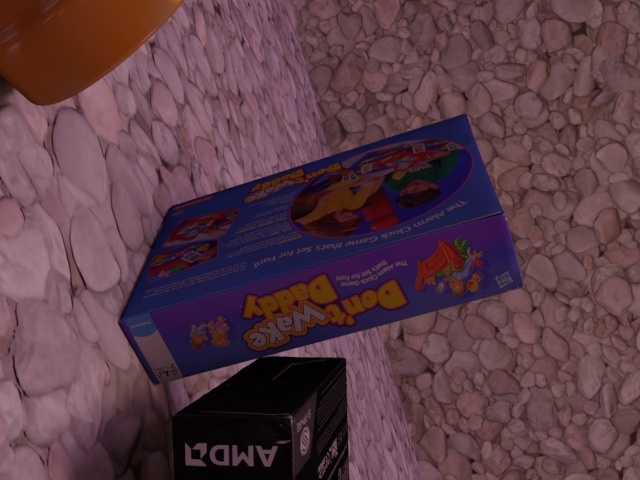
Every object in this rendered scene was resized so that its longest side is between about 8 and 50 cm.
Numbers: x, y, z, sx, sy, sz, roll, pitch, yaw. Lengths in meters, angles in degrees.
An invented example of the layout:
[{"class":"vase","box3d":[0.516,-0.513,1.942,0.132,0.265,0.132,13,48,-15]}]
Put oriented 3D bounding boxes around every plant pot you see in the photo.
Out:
[{"class":"plant pot","box3d":[-0.206,-0.235,0.550,0.188,0.205,0.205,46,25,-35]}]

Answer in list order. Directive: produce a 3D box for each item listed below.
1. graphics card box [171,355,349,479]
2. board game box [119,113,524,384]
[{"class":"graphics card box","box3d":[-0.032,0.292,0.618,0.233,0.094,0.371,-11,101,-78]},{"class":"board game box","box3d":[0.000,0.000,0.767,0.233,0.347,0.078,-86,157,-61]}]
